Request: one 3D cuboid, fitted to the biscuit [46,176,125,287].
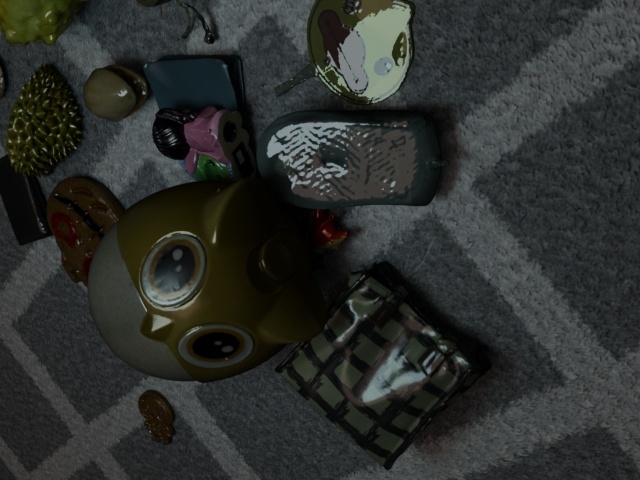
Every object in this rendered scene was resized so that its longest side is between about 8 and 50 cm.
[{"bbox_3d":[-0.591,0.019,1.761,0.314,0.063,0.367,-33,93,35],"label":"biscuit"}]

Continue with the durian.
[{"bbox_3d":[-0.689,-0.264,1.649,0.166,0.172,0.306,48,138,34],"label":"durian"}]

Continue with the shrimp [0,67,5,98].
[{"bbox_3d":[-0.864,-0.463,1.722,0.115,0.051,0.217,-15,101,28],"label":"shrimp"}]

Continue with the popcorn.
[{"bbox_3d":[-0.616,-0.568,1.409,0.312,0.312,0.312,12,116,26],"label":"popcorn"}]

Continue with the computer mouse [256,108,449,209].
[{"bbox_3d":[0.064,-0.159,1.266,0.371,0.122,0.188,5,116,21],"label":"computer mouse"}]

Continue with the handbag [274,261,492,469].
[{"bbox_3d":[0.122,0.251,1.385,0.325,0.162,0.327,40,119,7],"label":"handbag"}]

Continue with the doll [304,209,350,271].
[{"bbox_3d":[0.000,0.000,1.413,0.109,0.057,0.169,51,144,23],"label":"doll"}]

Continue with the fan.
[{"bbox_3d":[0.037,-0.350,1.265,0.335,0.011,0.229,-24,97,35],"label":"fan"}]

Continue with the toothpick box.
[{"bbox_3d":[-0.228,0.081,1.356,0.425,0.409,0.409,-17,101,38],"label":"toothpick box"}]

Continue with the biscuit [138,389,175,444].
[{"bbox_3d":[-0.464,0.506,1.916,0.124,0.026,0.175,6,113,29],"label":"biscuit"}]

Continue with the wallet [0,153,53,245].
[{"bbox_3d":[-0.818,-0.115,1.847,0.168,0.052,0.245,-13,97,38],"label":"wallet"}]

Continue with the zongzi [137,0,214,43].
[{"bbox_3d":[-0.291,-0.627,1.244,0.418,0.181,0.447,-38,91,35],"label":"zongzi"}]

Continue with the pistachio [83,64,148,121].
[{"bbox_3d":[-0.452,-0.326,1.491,0.185,0.124,0.124,6,114,44],"label":"pistachio"}]

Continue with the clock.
[{"bbox_3d":[-0.250,-0.194,1.424,0.195,0.100,0.194,9,136,28],"label":"clock"}]

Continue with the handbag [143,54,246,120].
[{"bbox_3d":[-0.262,-0.320,1.432,0.221,0.057,0.144,5,120,27],"label":"handbag"}]
